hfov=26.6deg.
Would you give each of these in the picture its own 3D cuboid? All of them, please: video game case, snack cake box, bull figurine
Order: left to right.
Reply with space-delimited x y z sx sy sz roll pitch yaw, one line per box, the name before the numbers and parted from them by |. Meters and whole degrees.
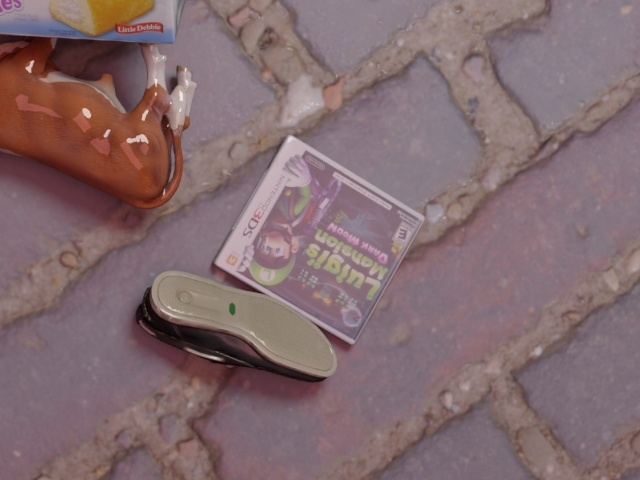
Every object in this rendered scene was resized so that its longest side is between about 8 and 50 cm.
bull figurine | -0.282 -0.151 1.447 0.310 0.101 0.188 25 84 -12
snack cake box | -0.269 -0.281 1.382 0.264 0.152 0.089 3 130 1
video game case | 0.000 0.000 1.555 0.190 0.022 0.173 31 85 -12

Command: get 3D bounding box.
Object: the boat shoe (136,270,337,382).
boat shoe | -0.092 0.105 1.520 0.233 0.079 0.084 22 46 -16
